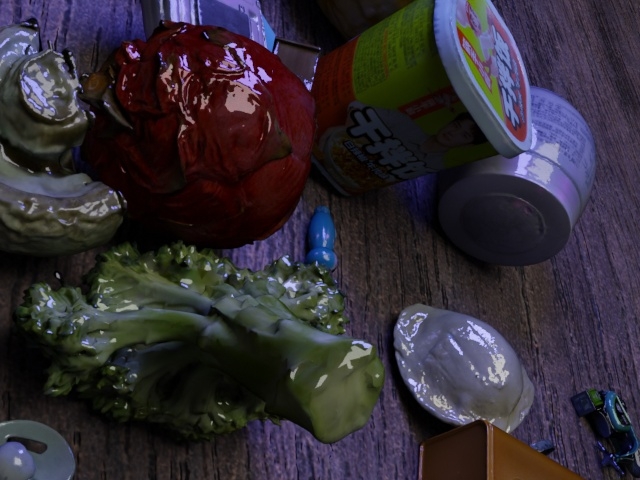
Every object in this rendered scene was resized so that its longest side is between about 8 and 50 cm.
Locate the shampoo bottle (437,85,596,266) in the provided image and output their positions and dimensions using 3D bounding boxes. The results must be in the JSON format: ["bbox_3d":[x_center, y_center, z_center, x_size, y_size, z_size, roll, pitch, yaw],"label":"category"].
[{"bbox_3d":[0.343,-0.115,1.643,0.273,0.273,0.266,38,51,-19],"label":"shampoo bottle"}]

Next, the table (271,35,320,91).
[{"bbox_3d":[-0.046,-0.238,1.376,0.070,0.083,0.082,13,60,-5],"label":"table"}]

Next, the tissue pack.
[{"bbox_3d":[0.279,0.404,1.312,0.274,0.145,0.194,31,46,-25],"label":"tissue pack"}]

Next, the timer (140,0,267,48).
[{"bbox_3d":[-0.156,-0.306,1.286,0.208,0.069,0.191,7,71,-54],"label":"timer"}]

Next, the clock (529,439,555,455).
[{"bbox_3d":[0.326,0.337,1.452,0.085,0.085,0.017,2,54,-45],"label":"clock"}]

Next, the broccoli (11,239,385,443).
[{"bbox_3d":[-0.064,0.113,0.995,0.353,0.396,0.275,-40,118,-55],"label":"broccoli"}]

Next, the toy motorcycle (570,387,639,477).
[{"bbox_3d":[0.526,0.349,1.670,0.100,0.058,0.173,-6,67,-40],"label":"toy motorcycle"}]

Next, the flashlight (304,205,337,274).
[{"bbox_3d":[0.000,0.000,1.390,0.051,0.051,0.129,28,43,-30],"label":"flashlight"}]

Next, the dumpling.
[{"bbox_3d":[0.210,0.204,1.401,0.252,0.131,0.179,41,53,-2],"label":"dumpling"}]

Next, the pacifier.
[{"bbox_3d":[-0.299,0.225,0.876,0.126,0.117,0.150,19,50,-3],"label":"pacifier"}]

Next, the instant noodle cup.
[{"bbox_3d":[0.136,-0.222,1.448,0.294,0.307,0.294,36,43,-43],"label":"instant noodle cup"}]

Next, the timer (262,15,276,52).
[{"bbox_3d":[-0.111,-0.240,1.418,0.250,0.091,0.232,46,39,-16],"label":"timer"}]

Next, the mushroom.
[{"bbox_3d":[-0.341,-0.098,1.018,0.164,0.189,0.267,-19,88,-28],"label":"mushroom"}]

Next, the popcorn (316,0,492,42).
[{"bbox_3d":[0.156,-0.520,1.629,0.354,0.390,0.344,46,57,-42],"label":"popcorn"}]

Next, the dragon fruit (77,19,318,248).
[{"bbox_3d":[-0.141,-0.120,1.135,0.342,0.277,0.278,30,42,-52],"label":"dragon fruit"}]
